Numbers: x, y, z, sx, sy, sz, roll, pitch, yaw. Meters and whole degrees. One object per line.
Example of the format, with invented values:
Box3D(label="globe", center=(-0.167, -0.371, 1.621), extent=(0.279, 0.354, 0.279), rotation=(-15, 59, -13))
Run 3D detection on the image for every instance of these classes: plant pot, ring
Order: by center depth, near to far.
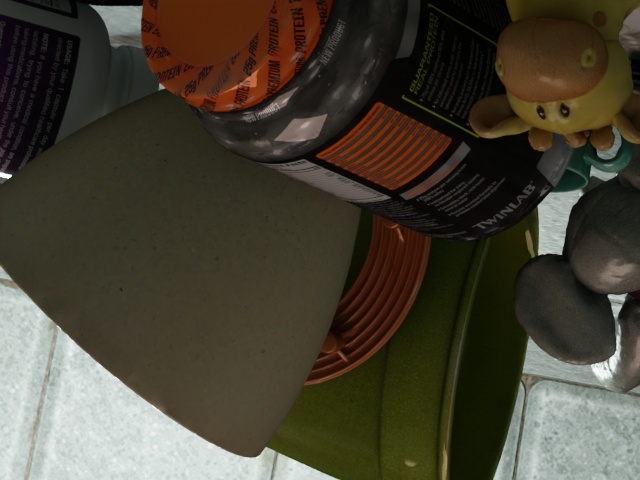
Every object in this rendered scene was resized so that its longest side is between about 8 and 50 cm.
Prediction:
Box3D(label="ring", center=(-0.049, -0.025, 1.670), extent=(0.336, 0.336, 0.032), rotation=(4, -175, 30))
Box3D(label="plant pot", center=(0.015, 0.087, 1.831), extent=(0.353, 0.366, 0.366), rotation=(10, 170, 16))

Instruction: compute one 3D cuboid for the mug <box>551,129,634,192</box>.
Box3D(label="mug", center=(0.206, -0.106, 1.637), extent=(0.158, 0.097, 0.129), rotation=(10, 169, -7))

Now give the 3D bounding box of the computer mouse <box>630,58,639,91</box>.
Box3D(label="computer mouse", center=(0.398, -0.100, 1.577), extent=(0.184, 0.060, 0.262), rotation=(16, 166, 42))

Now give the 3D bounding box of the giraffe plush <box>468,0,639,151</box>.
Box3D(label="giraffe plush", center=(0.167, -0.154, 1.228), extent=(0.210, 0.170, 0.181), rotation=(19, 166, -38))

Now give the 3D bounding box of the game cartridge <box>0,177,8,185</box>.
Box3D(label="game cartridge", center=(-0.320, -0.076, 2.077), extent=(0.297, 0.062, 0.198), rotation=(31, -159, -45))

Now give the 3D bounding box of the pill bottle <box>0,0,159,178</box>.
Box3D(label="pill bottle", center=(-0.322, -0.157, 1.624), extent=(0.323, 0.181, 0.181), rotation=(15, 168, -21))

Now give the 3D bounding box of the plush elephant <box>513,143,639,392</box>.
Box3D(label="plush elephant", center=(0.347, 0.025, 1.828), extent=(0.255, 0.272, 0.330), rotation=(45, -167, -8))

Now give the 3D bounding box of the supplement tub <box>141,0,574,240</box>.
Box3D(label="supplement tub", center=(0.035, -0.135, 1.353), extent=(0.207, 0.207, 0.338), rotation=(0, 165, 41))

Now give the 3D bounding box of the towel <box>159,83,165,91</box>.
Box3D(label="towel", center=(-0.108, -0.151, 1.861), extent=(0.325, 0.038, 0.248), rotation=(3, 167, 36))

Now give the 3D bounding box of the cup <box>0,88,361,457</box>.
Box3D(label="cup", center=(-0.101, -0.007, 1.530), extent=(0.331, 0.237, 0.331), rotation=(41, -177, -3))

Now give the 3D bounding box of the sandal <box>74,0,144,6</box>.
Box3D(label="sandal", center=(-0.148, -0.227, 1.514), extent=(0.179, 0.040, 0.067), rotation=(-2, 179, -21))

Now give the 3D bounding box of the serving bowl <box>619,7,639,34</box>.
Box3D(label="serving bowl", center=(0.233, -0.184, 1.398), extent=(0.083, 0.027, 0.083), rotation=(9, 170, 2))
